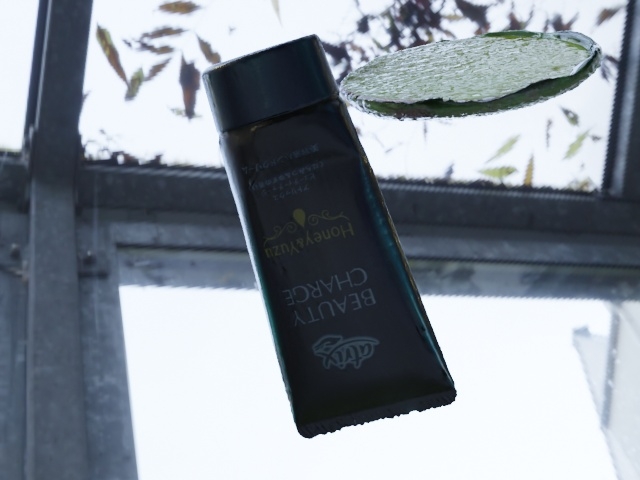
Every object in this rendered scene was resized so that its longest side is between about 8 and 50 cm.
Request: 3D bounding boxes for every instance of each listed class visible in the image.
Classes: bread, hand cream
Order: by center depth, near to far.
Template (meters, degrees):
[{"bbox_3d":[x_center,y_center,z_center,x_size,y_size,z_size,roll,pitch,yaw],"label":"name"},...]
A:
[{"bbox_3d":[0.000,0.000,0.714,0.120,0.061,0.271,-16,-81,14],"label":"hand cream"},{"bbox_3d":[0.132,-0.144,0.913,0.228,0.228,0.033,-14,-67,-6],"label":"bread"}]
